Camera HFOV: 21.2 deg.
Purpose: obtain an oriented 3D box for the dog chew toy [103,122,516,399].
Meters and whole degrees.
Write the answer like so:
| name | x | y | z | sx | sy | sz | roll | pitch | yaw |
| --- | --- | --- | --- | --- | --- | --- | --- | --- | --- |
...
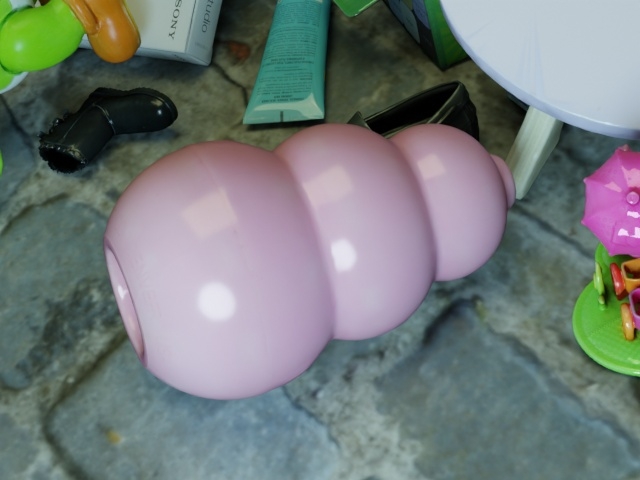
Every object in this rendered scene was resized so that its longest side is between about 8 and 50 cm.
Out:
| name | x | y | z | sx | sy | sz | roll | pitch | yaw |
| --- | --- | --- | --- | --- | --- | --- | --- | --- | --- |
| dog chew toy | 0.000 | 0.000 | 1.371 | 0.332 | 0.206 | 0.206 | -17 | 40 | -14 |

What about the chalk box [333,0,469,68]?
| name | x | y | z | sx | sy | sz | roll | pitch | yaw |
| --- | --- | --- | --- | --- | --- | --- | --- | --- | --- |
| chalk box | 0.138 | -0.306 | 1.666 | 0.289 | 0.179 | 0.180 | -23 | 41 | -8 |

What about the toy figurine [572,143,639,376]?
| name | x | y | z | sx | sy | sz | roll | pitch | yaw |
| --- | --- | --- | --- | --- | --- | --- | --- | --- | --- |
| toy figurine | 0.248 | -0.010 | 1.320 | 0.130 | 0.159 | 0.173 | -9 | 41 | 8 |

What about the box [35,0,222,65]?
| name | x | y | z | sx | sy | sz | roll | pitch | yaw |
| --- | --- | --- | --- | --- | --- | --- | --- | --- | --- |
| box | -0.237 | -0.318 | 1.797 | 0.322 | 0.058 | 0.232 | 10 | 87 | 26 |

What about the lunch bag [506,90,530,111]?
| name | x | y | z | sx | sy | sz | roll | pitch | yaw |
| --- | --- | --- | --- | --- | --- | --- | --- | --- | --- |
| lunch bag | 0.215 | -0.145 | 1.561 | 0.071 | 0.053 | 0.083 | -25 | 32 | -13 |

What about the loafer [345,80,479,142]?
| name | x | y | z | sx | sy | sz | roll | pitch | yaw |
| --- | --- | --- | --- | --- | --- | --- | --- | --- | --- |
| loafer | 0.036 | -0.080 | 1.525 | 0.223 | 0.078 | 0.076 | -23 | 41 | -8 |

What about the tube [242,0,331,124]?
| name | x | y | z | sx | sy | sz | roll | pitch | yaw |
| --- | --- | --- | --- | --- | --- | --- | --- | --- | --- |
| tube | -0.024 | -0.192 | 1.696 | 0.080 | 0.052 | 0.207 | -7 | 47 | 18 |

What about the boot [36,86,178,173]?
| name | x | y | z | sx | sy | sz | roll | pitch | yaw |
| --- | --- | --- | --- | --- | --- | --- | --- | --- | --- |
| boot | -0.210 | -0.106 | 1.659 | 0.121 | 0.045 | 0.099 | 9 | 44 | 36 |

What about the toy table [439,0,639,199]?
| name | x | y | z | sx | sy | sz | roll | pitch | yaw |
| --- | --- | --- | --- | --- | --- | --- | --- | --- | --- |
| toy table | 0.225 | -0.162 | 1.441 | 0.274 | 0.161 | 0.252 | 42 | 83 | 15 |

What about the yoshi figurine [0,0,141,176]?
| name | x | y | z | sx | sy | sz | roll | pitch | yaw |
| --- | --- | --- | --- | --- | --- | --- | --- | --- | --- |
| yoshi figurine | -0.358 | -0.139 | 1.655 | 0.362 | 0.203 | 0.203 | -33 | 89 | -20 |
